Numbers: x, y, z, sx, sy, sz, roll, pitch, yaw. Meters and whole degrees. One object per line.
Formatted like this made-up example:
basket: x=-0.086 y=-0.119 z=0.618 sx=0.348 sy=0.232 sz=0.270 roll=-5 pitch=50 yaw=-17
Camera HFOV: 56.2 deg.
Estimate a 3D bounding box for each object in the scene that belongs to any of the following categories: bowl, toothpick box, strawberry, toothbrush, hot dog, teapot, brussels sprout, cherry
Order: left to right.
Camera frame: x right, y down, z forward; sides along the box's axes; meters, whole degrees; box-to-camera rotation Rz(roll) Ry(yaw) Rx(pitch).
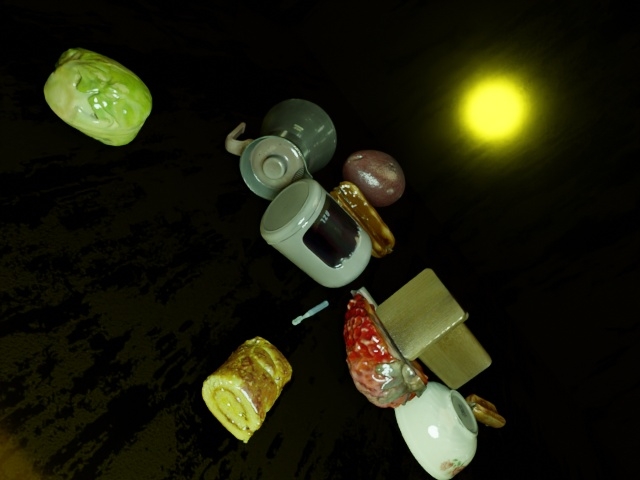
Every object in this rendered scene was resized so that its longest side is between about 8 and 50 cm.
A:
brussels sprout: x=-0.449 y=-0.302 z=1.233 sx=0.223 sy=0.161 sz=0.223 roll=52 pitch=15 yaw=-21
teapot: x=-0.119 y=-0.287 z=1.833 sx=0.300 sy=0.253 sz=0.344 roll=19 pitch=29 yaw=3
toothbrush: x=-0.023 y=0.186 z=1.566 sx=0.016 sy=0.019 sz=0.219 roll=52 pitch=21 yaw=9
toothpick box: x=0.000 y=0.000 z=1.671 sx=0.316 sy=0.229 sz=0.229 roll=43 pitch=24 yaw=-31
hot dog: x=0.152 y=-0.065 z=2.201 sx=0.337 sy=0.100 sz=0.135 roll=49 pitch=66 yaw=-17
strawberry: x=0.138 y=0.293 z=1.585 sx=0.265 sy=0.149 sz=0.336 roll=40 pitch=14 yaw=-36
cherry: x=0.219 y=-0.263 z=2.504 sx=0.308 sy=0.221 sz=0.261 roll=18 pitch=31 yaw=-37
toothpick box: x=0.320 y=0.254 z=1.600 sx=0.308 sy=0.190 sz=0.187 roll=45 pitch=8 yaw=-44
bowl: x=0.341 y=0.508 z=1.668 sx=0.277 sy=0.145 sz=0.277 roll=43 pitch=26 yaw=-27
hot dog: x=0.569 y=0.602 z=2.094 sx=0.250 sy=0.068 sz=0.100 roll=35 pitch=15 yaw=-44

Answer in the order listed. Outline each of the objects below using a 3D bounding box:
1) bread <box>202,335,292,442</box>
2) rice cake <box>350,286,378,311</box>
bread: x=-0.129 y=0.265 z=1.107 sx=0.132 sy=0.103 sz=0.172 roll=47 pitch=25 yaw=1
rice cake: x=0.189 y=0.265 z=1.846 sx=0.290 sy=0.051 sz=0.081 roll=54 pitch=12 yaw=5
